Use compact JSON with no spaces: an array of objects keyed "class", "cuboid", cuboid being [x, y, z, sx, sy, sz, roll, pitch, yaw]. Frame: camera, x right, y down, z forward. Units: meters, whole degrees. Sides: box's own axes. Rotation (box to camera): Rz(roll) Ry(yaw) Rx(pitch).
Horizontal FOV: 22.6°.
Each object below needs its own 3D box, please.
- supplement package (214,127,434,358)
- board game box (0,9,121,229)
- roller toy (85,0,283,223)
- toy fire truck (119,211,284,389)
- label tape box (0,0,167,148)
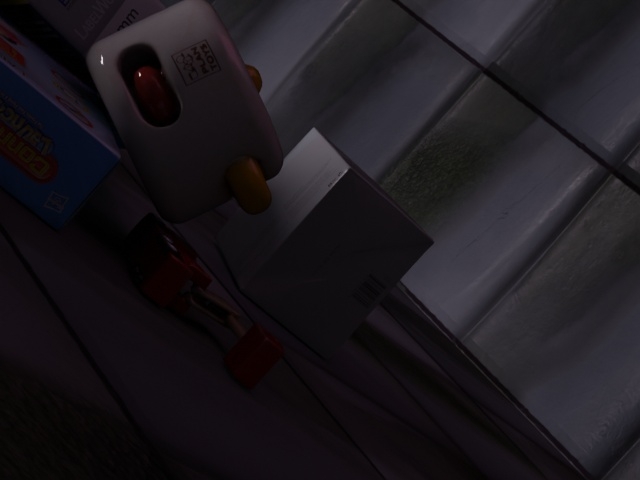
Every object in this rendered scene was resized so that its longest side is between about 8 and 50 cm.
[{"class":"supplement package","cuboid":[0.000,0.000,1.945,0.149,0.194,0.203,41,5,-21]},{"class":"board game box","cuboid":[-0.332,-0.171,1.448,0.308,0.086,0.302,40,5,-19]},{"class":"roller toy","cuboid":[-0.123,-0.126,1.527,0.191,0.146,0.209,66,-4,-29]},{"class":"toy fire truck","cuboid":[-0.111,0.052,1.466,0.135,0.047,0.192,40,4,-22]},{"class":"label tape box","cuboid":[-0.284,-0.242,1.688,0.249,0.115,0.348,10,-31,53]}]
